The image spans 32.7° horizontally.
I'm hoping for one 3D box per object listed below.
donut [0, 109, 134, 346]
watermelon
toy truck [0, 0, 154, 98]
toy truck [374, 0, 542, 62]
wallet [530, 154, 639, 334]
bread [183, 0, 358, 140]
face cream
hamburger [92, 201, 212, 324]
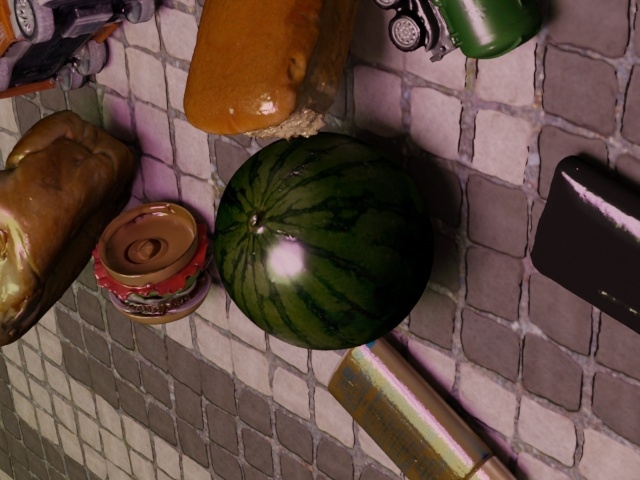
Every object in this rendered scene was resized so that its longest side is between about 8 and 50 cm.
[{"bbox_3d":[-0.412,-0.012,1.536,0.170,0.360,0.360,35,140,-1],"label":"donut"},{"bbox_3d":[0.003,0.001,1.174,0.242,0.242,0.242,28,132,35],"label":"watermelon"},{"bbox_3d":[-0.381,-0.324,1.450,0.387,0.173,0.207,-23,87,55],"label":"toy truck"},{"bbox_3d":[0.106,-0.275,0.991,0.125,0.101,0.242,-18,103,47],"label":"toy truck"},{"bbox_3d":[0.308,0.034,1.012,0.250,0.044,0.149,36,140,27],"label":"wallet"},{"bbox_3d":[-0.046,-0.213,1.106,0.174,0.121,0.246,-1,70,52],"label":"bread"},{"bbox_3d":[0.130,0.246,1.332,0.285,0.067,0.139,47,142,18],"label":"face cream"},{"bbox_3d":[-0.230,0.040,1.538,0.175,0.175,0.137,31,148,32],"label":"hamburger"}]
